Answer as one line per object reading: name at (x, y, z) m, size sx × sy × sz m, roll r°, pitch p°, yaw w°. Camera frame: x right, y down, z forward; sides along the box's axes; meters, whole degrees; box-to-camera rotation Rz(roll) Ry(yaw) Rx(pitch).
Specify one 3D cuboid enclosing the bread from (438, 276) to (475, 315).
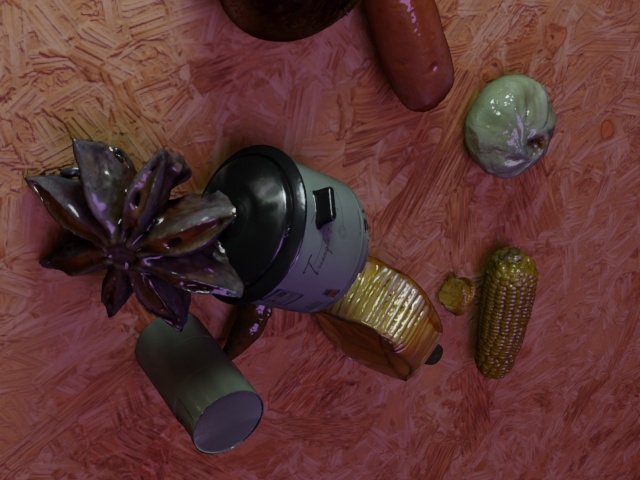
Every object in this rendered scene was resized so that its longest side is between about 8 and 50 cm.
bread at (0.288, 0.116, 1.723) m, size 0.046 × 0.081 × 0.083 m, roll 18°, pitch 76°, yaw -34°

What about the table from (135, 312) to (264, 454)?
table at (-0.199, 0.226, 1.326) m, size 0.126 × 0.220 × 0.126 m, roll -21°, pitch 130°, yaw -27°

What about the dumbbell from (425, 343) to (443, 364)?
dumbbell at (0.202, 0.210, 1.693) m, size 0.052 × 0.118 × 0.046 m, roll -1°, pitch 116°, yaw -35°

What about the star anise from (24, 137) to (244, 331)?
star anise at (-0.249, -0.011, 1.127) m, size 0.331 × 0.118 × 0.332 m, roll 9°, pitch 132°, yaw 10°

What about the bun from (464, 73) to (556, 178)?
bun at (0.363, -0.209, 1.520) m, size 0.195 × 0.118 × 0.195 m, roll -17°, pitch 126°, yaw -24°

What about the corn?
corn at (0.410, 0.166, 1.825) m, size 0.120 × 0.120 × 0.363 m, roll -22°, pitch 133°, yaw -24°

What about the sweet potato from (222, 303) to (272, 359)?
sweet potato at (-0.105, 0.101, 1.420) m, size 0.067 × 0.067 × 0.274 m, roll 19°, pitch 106°, yaw -44°

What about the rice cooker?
rice cooker at (-0.069, -0.013, 1.246) m, size 0.227 × 0.280 × 0.241 m, roll 16°, pitch 65°, yaw -47°

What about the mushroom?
mushroom at (-0.026, -0.398, 1.055) m, size 0.278 × 0.163 × 0.297 m, roll -4°, pitch 123°, yaw -36°

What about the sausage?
sausage at (0.140, -0.314, 1.281) m, size 0.113 × 0.113 × 0.259 m, roll -36°, pitch 134°, yaw -11°

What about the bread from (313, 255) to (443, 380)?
bread at (0.115, 0.140, 1.540) m, size 0.156 × 0.204 × 0.288 m, roll -59°, pitch 143°, yaw -18°
